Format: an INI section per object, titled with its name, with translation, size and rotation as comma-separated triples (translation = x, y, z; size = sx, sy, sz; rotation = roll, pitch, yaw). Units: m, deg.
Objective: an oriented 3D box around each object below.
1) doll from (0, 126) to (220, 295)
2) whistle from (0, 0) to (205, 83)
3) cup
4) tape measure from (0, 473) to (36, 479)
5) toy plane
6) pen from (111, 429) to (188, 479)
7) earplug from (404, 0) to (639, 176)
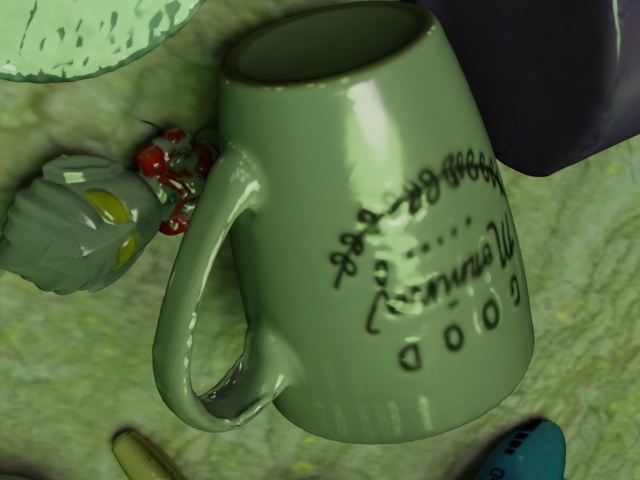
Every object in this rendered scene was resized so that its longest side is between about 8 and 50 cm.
[doll]
translation = -0.129, -0.019, 0.632
size = 0.180, 0.079, 0.094
rotation = -27, 124, -25
[whistle]
translation = -0.182, -0.233, 0.437
size = 0.188, 0.168, 0.404
rotation = -40, 125, -2
[cup]
translation = 0.000, 0.000, 0.619
size = 0.258, 0.186, 0.234
rotation = -34, 125, -27
[tape measure]
translation = -0.243, 0.255, 0.687
size = 0.236, 0.120, 0.197
rotation = -22, 120, -20
[toy plane]
translation = 0.144, 0.269, 0.858
size = 0.105, 0.254, 0.271
rotation = 43, 65, 6
[pen]
translation = -0.073, 0.232, 0.745
size = 0.032, 0.040, 0.233
rotation = -39, 93, 14
[earplug]
translation = 0.294, -0.209, 0.662
size = 0.456, 0.215, 0.215
rotation = -20, 122, -19
